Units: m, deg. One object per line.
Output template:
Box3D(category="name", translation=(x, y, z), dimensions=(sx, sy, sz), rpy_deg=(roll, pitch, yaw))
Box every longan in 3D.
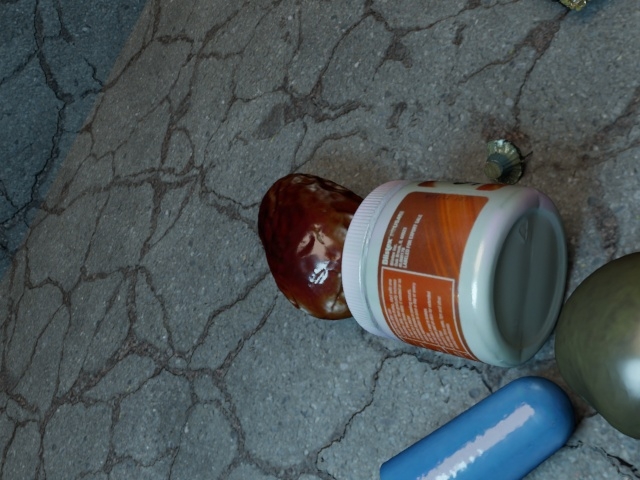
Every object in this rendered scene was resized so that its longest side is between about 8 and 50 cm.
Box3D(category="longan", translation=(0.395, 0.125, 0.804), dimensions=(0.248, 0.248, 0.248), rpy_deg=(-19, 58, 33))

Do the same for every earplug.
Box3D(category="earplug", translation=(0.226, 0.290, 0.935), dimensions=(0.273, 0.132, 0.132), rpy_deg=(-41, 48, 14))

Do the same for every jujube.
Box3D(category="jujube", translation=(0.000, 0.000, 1.227), dimensions=(0.223, 0.223, 0.318), rpy_deg=(-50, 38, 10))

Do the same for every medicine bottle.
Box3D(category="medicine bottle", translation=(0.198, 0.040, 0.988), dimensions=(0.241, 0.253, 0.252), rpy_deg=(8, 75, 42))

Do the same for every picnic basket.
Box3D(category="picnic basket", translation=(0.306, -0.132, 1.122), dimensions=(0.065, 0.083, 0.083), rpy_deg=(1, 26, 42))

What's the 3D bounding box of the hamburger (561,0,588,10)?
Box3D(category="hamburger", translation=(0.447, -0.528, 1.137), dimensions=(0.243, 0.146, 0.285), rpy_deg=(-3, 61, 33))
